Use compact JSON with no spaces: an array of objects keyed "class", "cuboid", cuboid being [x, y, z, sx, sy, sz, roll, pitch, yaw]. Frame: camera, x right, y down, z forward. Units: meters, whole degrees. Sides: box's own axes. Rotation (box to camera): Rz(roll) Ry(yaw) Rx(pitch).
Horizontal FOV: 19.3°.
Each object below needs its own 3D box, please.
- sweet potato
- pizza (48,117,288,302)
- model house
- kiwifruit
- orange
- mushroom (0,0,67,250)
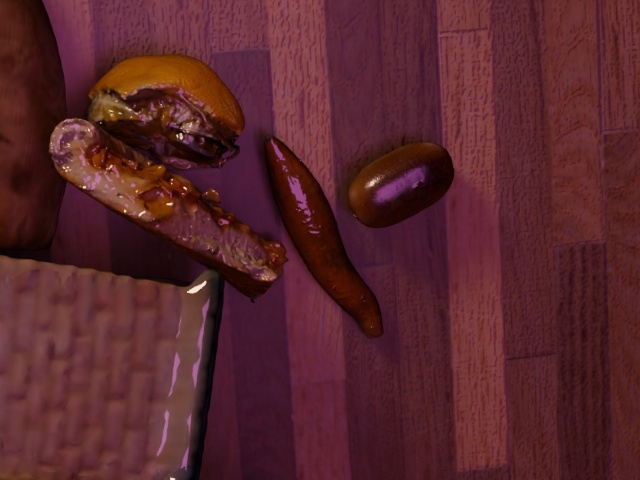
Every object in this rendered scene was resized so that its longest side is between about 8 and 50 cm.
[{"class":"sweet potato","cuboid":[-0.001,0.000,2.038,0.057,0.057,0.264,-28,109,-7]},{"class":"pizza","cuboid":[-0.138,-0.025,1.910,0.365,0.182,0.074,35,86,-40]},{"class":"model house","cuboid":[-0.249,0.245,1.896,0.400,0.395,0.445,8,81,-30]},{"class":"kiwifruit","cuboid":[0.086,-0.060,2.037,0.124,0.075,0.075,-32,106,-9]},{"class":"orange","cuboid":[-0.156,-0.137,1.936,0.170,0.160,0.112,51,51,-54]},{"class":"mushroom","cuboid":[-0.365,-0.204,1.825,0.314,0.224,0.397,15,96,-13]}]
